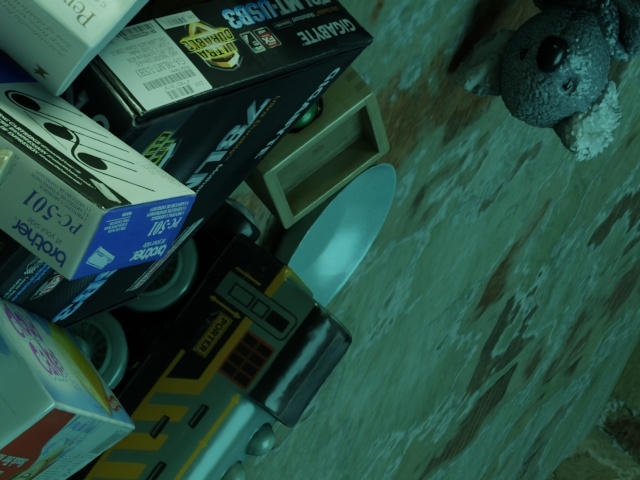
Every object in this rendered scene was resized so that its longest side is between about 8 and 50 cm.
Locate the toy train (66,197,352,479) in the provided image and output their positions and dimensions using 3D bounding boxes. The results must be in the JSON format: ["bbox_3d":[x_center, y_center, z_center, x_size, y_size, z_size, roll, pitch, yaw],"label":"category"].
[{"bbox_3d":[-0.128,0.127,1.517,0.334,0.190,0.142,-53,162,-7],"label":"toy train"}]

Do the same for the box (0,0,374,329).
[{"bbox_3d":[-0.138,-0.036,1.276,0.295,0.073,0.293,-44,169,30],"label":"box"}]

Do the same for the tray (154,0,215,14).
[{"bbox_3d":[0.079,-0.283,1.224,0.411,0.076,0.203,-36,175,34],"label":"tray"}]

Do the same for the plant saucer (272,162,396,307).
[{"bbox_3d":[0.000,0.000,1.868,0.195,0.037,0.195,-47,160,-22],"label":"plant saucer"}]

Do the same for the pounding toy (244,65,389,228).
[{"bbox_3d":[-0.017,-0.108,1.571,0.130,0.100,0.141,-38,157,-7],"label":"pounding toy"}]

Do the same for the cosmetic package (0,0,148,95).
[{"bbox_3d":[-0.104,-0.203,1.067,0.231,0.117,0.085,-52,-173,-24],"label":"cosmetic package"}]

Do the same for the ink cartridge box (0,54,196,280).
[{"bbox_3d":[-0.174,-0.058,1.039,0.046,0.207,0.097,-61,161,18],"label":"ink cartridge box"}]

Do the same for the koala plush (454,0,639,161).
[{"bbox_3d":[0.251,-0.203,1.921,0.221,0.196,0.203,-63,171,11],"label":"koala plush"}]

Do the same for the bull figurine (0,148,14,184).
[{"bbox_3d":[-0.269,-0.012,0.964,0.310,0.188,0.101,-62,-178,39],"label":"bull figurine"}]

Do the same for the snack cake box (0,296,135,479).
[{"bbox_3d":[-0.219,0.120,1.219,0.152,0.089,0.264,-36,171,-2],"label":"snack cake box"}]
